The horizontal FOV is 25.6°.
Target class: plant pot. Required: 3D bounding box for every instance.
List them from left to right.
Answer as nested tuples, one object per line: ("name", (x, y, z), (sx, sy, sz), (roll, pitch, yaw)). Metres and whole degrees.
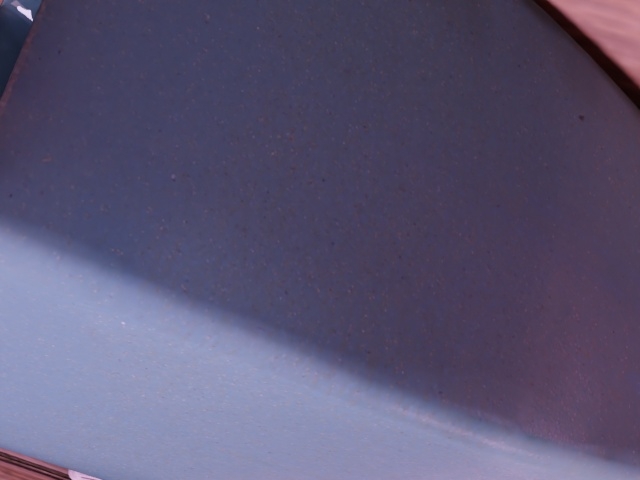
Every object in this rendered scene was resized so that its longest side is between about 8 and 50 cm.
("plant pot", (0.000, 0.000, 0.450), (0.234, 0.165, 0.166), (25, 151, -18))

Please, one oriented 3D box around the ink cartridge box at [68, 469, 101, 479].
("ink cartridge box", (0.026, 0.199, 0.843), (0.261, 0.066, 0.296), (8, 150, 25))
